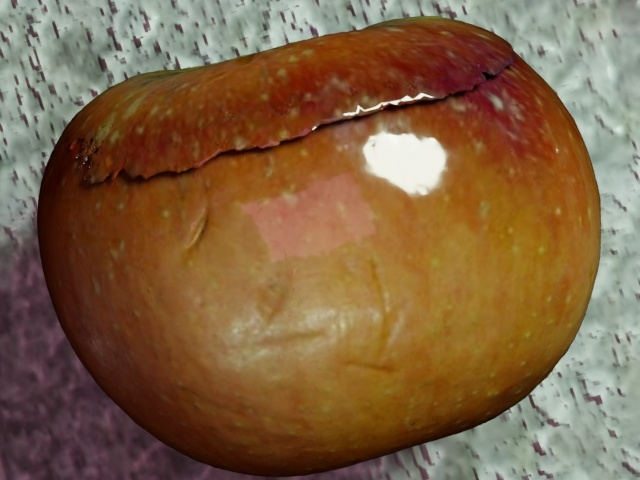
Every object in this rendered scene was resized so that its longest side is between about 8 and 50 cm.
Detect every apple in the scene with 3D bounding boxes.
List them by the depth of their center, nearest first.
[{"bbox_3d":[0.000,0.000,0.816,0.272,0.251,0.206,-15,101,-14],"label":"apple"}]
